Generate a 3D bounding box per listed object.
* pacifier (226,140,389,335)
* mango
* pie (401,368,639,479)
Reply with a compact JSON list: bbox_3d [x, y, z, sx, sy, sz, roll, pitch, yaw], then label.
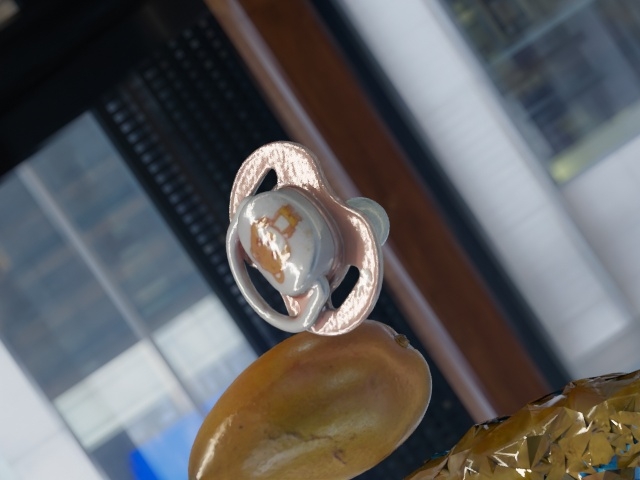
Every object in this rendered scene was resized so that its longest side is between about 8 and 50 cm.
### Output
[{"bbox_3d":[0.000,0.000,0.939,0.078,0.081,0.099,-15,-122,-47],"label":"pacifier"},{"bbox_3d":[-0.011,0.145,1.603,0.112,0.219,0.145,45,153,35],"label":"mango"},{"bbox_3d":[0.125,0.113,0.618,0.069,0.273,0.273,-98,-19,-44],"label":"pie"}]
